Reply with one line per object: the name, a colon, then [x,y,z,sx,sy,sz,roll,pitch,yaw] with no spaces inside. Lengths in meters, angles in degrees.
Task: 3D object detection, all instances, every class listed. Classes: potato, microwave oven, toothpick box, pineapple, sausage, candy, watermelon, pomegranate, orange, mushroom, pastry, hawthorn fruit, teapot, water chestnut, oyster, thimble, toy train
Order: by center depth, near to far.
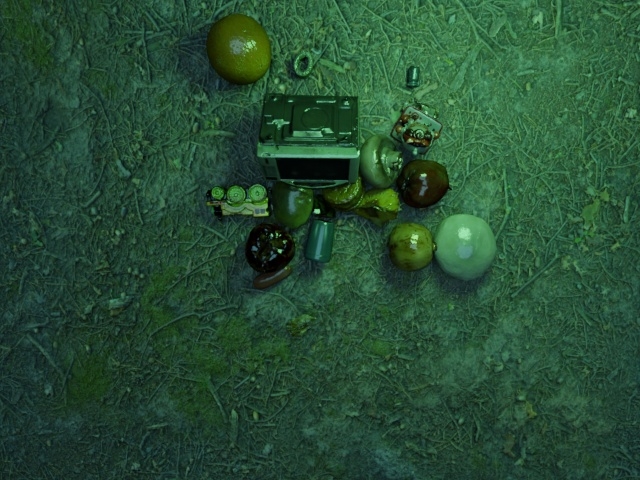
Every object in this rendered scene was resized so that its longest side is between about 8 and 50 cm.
microwave oven: [-0.039,-0.409,1.718,0.393,0.247,0.333,1,65,2]
orange: [-0.331,-0.776,1.735,0.273,0.274,0.275,0,97,2]
mushroom: [0.259,-0.331,1.787,0.178,0.226,0.227,4,100,45]
hawthorn fruit: [0.456,-0.237,1.814,0.248,0.208,0.208,0,98,-27]
teapot: [0.400,-0.699,1.826,0.049,0.063,0.084,12,102,33]
thimble: [-0.071,-0.753,1.826,0.084,0.062,0.110,25,98,-4]
pomegranate: [0.397,0.024,1.837,0.215,0.215,0.216,0,97,2]
oyster: [0.430,-0.543,1.837,0.165,0.053,0.109,18,104,-1]
candy: [0.623,0.030,1.838,0.295,0.185,0.296,1,99,8]
pastry: [0.101,-0.223,1.840,0.188,0.103,0.189,-6,71,19]
water chestnut: [-0.225,0.028,1.854,0.223,0.238,0.224,-1,83,5]
potato: [-0.125,-0.174,1.861,0.197,0.148,0.229,32,104,25]
pineapple: [0.274,-0.144,1.870,0.164,0.249,0.140,45,62,-34]
toothpick box: [0.000,0.000,1.892,0.120,0.120,0.184,11,95,1]
toy train: [-0.360,-0.171,1.895,0.295,0.100,0.161,-2,99,3]
watermelon: [0.009,-0.129,1.906,0.135,0.125,0.094,36,128,-23]
sausage: [-0.218,0.165,1.945,0.194,0.077,0.077,-28,95,4]
oyster: [-0.089,0.401,1.992,0.145,0.045,0.122,1,111,3]

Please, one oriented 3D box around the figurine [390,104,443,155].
figurine: [0.391,-0.427,1.747,0.183,0.226,0.160,30,119,-2]
